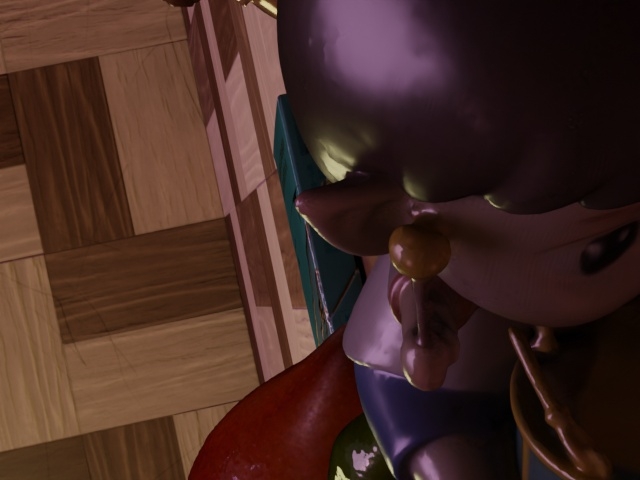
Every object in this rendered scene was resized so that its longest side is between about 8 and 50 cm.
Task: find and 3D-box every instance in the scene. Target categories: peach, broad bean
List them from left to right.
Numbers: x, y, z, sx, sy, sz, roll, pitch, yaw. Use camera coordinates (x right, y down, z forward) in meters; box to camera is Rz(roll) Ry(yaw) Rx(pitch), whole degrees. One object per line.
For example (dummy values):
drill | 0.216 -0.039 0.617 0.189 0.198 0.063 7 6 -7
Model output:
peach | -0.012 0.247 1.422 0.257 0.201 0.361 -117 17 -71
broad bean | 0.036 0.186 1.222 0.098 0.056 0.318 44 131 42

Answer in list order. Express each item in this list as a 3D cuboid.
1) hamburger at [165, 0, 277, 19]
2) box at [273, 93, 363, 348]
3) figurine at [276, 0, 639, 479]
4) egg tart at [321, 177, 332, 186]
hamburger | -0.010 -0.217 0.740 0.282 0.245 0.155 45 174 -4
box | 0.000 0.000 1.582 0.162 0.041 0.229 98 160 -73
figurine | 0.071 -0.033 0.480 0.158 0.161 0.275 22 139 32
egg tart | 0.028 -0.098 1.003 0.197 0.078 0.197 170 90 -85
